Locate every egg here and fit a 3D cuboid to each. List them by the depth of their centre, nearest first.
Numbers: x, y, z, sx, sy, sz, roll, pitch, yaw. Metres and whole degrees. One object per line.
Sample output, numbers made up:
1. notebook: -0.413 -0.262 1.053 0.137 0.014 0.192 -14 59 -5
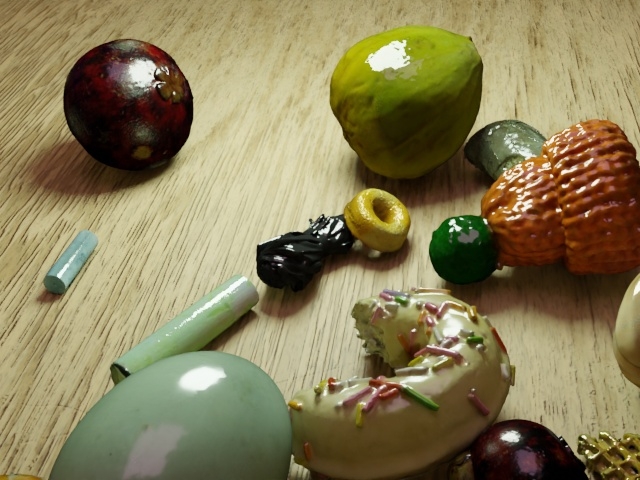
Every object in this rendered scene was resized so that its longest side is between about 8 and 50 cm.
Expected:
1. egg: -0.190 0.304 1.149 0.276 0.276 0.389 16 41 26

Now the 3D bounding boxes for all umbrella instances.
1. umbrella: 0.000 0.000 1.737 0.118 0.118 0.340 18 32 28

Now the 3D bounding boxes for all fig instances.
1. fig: 0.200 -0.310 1.937 0.343 0.343 0.343 -3 35 2

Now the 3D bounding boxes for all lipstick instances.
1. lipstick: -0.233 0.162 1.535 0.076 0.076 0.304 22 43 32
2. lipstick: -0.494 0.041 1.758 0.048 0.048 0.158 4 35 12

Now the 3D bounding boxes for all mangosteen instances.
1. mangosteen: 0.255 0.335 1.166 0.199 0.200 0.200 -3 35 2
2. mangosteen: -0.465 -0.300 2.059 0.359 0.306 0.306 -22 23 33

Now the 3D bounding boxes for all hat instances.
1. hat: 0.403 -0.043 1.657 0.400 0.285 0.285 -16 32 18

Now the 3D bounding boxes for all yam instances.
1. yam: 0.429 -0.163 1.878 0.154 0.154 0.254 -15 35 -16

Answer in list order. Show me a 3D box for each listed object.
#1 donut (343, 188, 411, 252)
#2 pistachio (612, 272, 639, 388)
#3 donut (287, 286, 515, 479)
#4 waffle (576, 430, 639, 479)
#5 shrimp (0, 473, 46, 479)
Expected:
1. donut: 0.117 -0.044 1.756 0.151 0.058 0.152 22 37 -18
2. pistachio: 0.594 0.138 1.360 0.321 0.229 0.238 -4 76 -22
3. donut: 0.126 0.206 1.329 0.307 0.150 0.371 0 31 32
4. waffle: 0.444 0.344 1.230 0.160 0.046 0.192 5 36 9
5. shrimp: -0.385 0.408 1.210 0.316 0.062 0.164 22 39 36
